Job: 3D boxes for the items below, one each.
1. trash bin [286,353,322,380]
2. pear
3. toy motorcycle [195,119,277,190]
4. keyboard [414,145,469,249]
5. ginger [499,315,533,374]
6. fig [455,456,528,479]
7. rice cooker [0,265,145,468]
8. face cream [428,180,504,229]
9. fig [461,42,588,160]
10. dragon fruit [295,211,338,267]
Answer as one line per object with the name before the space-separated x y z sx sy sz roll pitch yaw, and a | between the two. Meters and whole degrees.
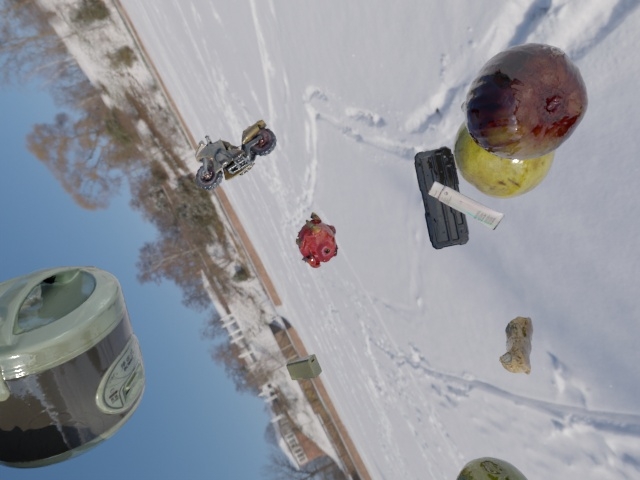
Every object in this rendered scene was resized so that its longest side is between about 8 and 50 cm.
trash bin | -0.051 0.380 1.371 0.043 0.092 0.061 -30 -81 -57
pear | 0.550 -0.288 1.366 0.304 0.303 0.304 61 171 17
toy motorcycle | -0.223 -0.225 1.137 0.130 0.229 0.094 63 -172 23
keyboard | 0.319 -0.112 1.205 0.016 0.106 0.263 -15 -87 -80
ginger | 0.316 0.170 0.736 0.137 0.044 0.058 -45 -47 -53
fig | 0.298 0.475 0.768 0.191 0.181 0.181 45 162 30
rice cooker | -0.451 0.190 0.770 0.288 0.288 0.277 -132 35 -61
face cream | 0.217 -0.053 0.689 0.115 0.020 0.038 31 147 13
fig | 0.363 -0.266 0.933 0.217 0.216 0.321 66 173 -13
dragon fruit | 0.001 0.005 1.132 0.112 0.126 0.068 32 166 -28
